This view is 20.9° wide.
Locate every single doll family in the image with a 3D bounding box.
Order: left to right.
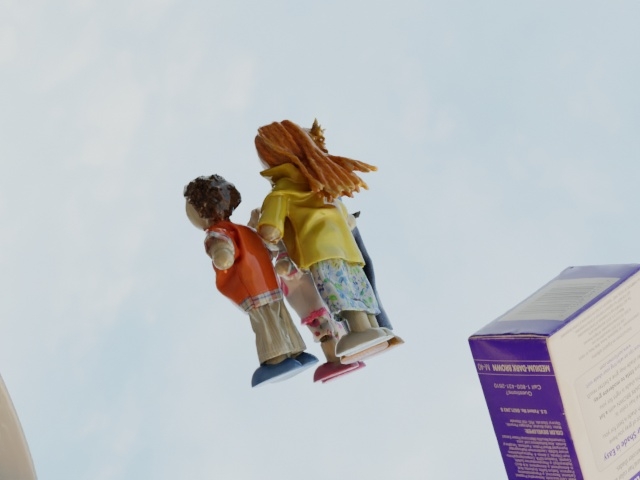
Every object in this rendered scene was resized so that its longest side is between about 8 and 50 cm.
[{"bbox_3d":[0.000,0.000,1.153,0.118,0.263,0.163,-24,-99,9],"label":"doll family"}]

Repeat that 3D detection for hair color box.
[{"bbox_3d":[0.277,0.212,1.724,0.110,0.185,0.339,-5,-72,45],"label":"hair color box"}]

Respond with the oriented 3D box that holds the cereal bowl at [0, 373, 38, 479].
[{"bbox_3d":[-0.282,0.139,0.910,0.141,0.339,0.339,-20,-123,14],"label":"cereal bowl"}]
